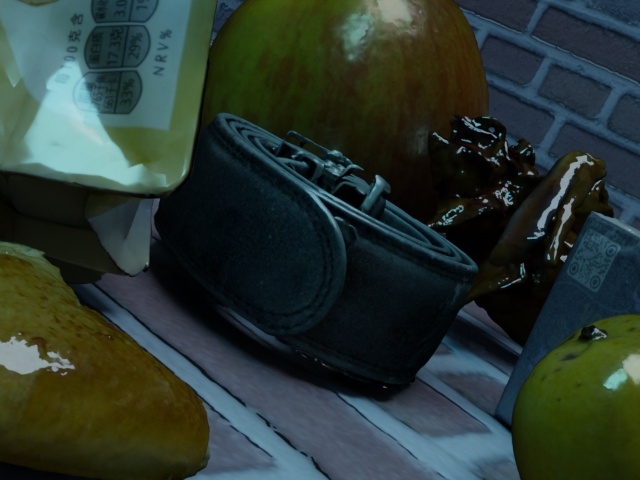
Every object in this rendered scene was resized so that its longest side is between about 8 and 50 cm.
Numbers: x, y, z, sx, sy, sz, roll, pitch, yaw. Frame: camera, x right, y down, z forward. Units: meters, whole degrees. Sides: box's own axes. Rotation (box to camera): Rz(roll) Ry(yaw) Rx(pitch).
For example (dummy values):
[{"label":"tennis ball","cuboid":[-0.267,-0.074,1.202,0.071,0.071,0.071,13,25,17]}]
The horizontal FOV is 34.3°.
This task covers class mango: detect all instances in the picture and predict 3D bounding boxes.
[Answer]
[{"label":"mango","cuboid":[0.181,0.118,0.545,0.195,0.137,0.098,38,-31,-29]}]

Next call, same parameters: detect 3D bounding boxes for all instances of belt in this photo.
[{"label":"belt","cuboid":[0.000,0.000,0.678,0.206,0.116,0.267,29,7,-11]}]

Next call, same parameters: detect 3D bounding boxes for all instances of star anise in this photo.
[{"label":"star anise","cuboid":[0.166,-0.004,0.840,0.346,0.148,0.237,2,71,-75]}]

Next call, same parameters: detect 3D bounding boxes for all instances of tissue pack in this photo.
[{"label":"tissue pack","cuboid":[0.183,0.073,0.656,0.051,0.156,0.112,14,16,-35]}]

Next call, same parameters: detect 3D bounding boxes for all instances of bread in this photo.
[{"label":"bread","cuboid":[-0.128,0.037,0.371,0.154,0.054,0.136,30,13,31]}]

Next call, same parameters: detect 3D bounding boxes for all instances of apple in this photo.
[{"label":"apple","cuboid":[0.030,-0.139,1.015,0.301,0.301,0.301,25,10,-5]}]

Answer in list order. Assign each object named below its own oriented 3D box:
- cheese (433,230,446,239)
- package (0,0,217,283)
[{"label":"cheese","cuboid":[0.168,-0.007,1.239,0.286,0.074,0.189,36,14,28]},{"label":"package","cuboid":[-0.142,-0.143,0.552,0.221,0.311,0.165,5,-21,3]}]
